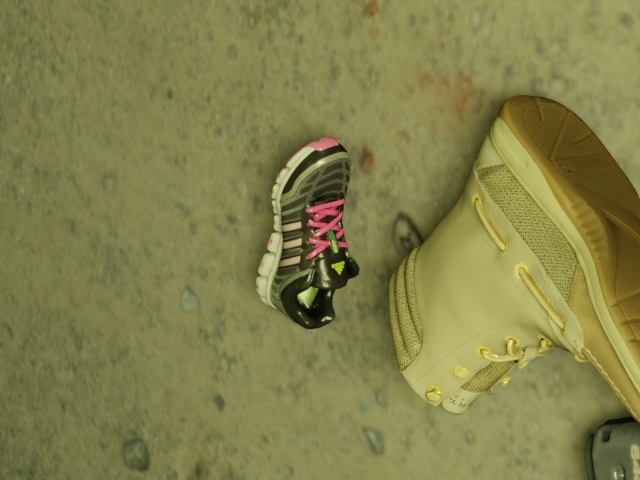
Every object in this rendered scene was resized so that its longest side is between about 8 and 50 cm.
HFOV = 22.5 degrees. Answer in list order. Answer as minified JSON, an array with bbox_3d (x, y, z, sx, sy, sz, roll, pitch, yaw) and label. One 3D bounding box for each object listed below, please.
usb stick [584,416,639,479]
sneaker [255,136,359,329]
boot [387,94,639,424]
[{"bbox_3d":[0.271,0.135,0.958,0.278,0.045,0.077,-14,88,51],"label":"usb stick"},{"bbox_3d":[0.000,0.000,1.242,0.075,0.063,0.170,45,134,35],"label":"sneaker"},{"bbox_3d":[0.146,0.064,1.049,0.203,0.095,0.262,-55,52,39],"label":"boot"}]
